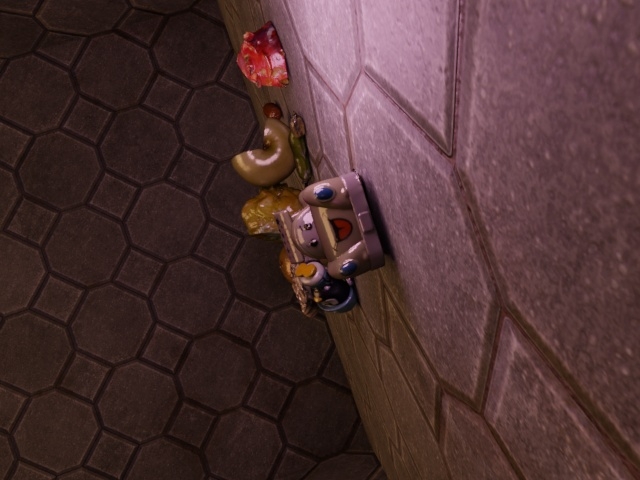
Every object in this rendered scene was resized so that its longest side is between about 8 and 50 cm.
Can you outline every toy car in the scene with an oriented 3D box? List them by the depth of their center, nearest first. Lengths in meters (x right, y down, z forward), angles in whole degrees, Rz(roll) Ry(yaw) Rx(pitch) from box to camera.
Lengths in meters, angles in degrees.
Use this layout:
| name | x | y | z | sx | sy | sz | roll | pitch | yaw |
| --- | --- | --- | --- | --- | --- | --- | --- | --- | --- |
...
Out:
| name | x | y | z | sx | sy | sz | roll | pitch | yaw |
| --- | --- | --- | --- | --- | --- | --- | --- | --- | --- |
| toy car | 0.012 | -0.032 | 1.175 | 0.336 | 0.226 | 0.242 | -146 | 38 | -82 |

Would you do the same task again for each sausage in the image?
| name | x | y | z | sx | sy | sz | roll | pitch | yaw |
| --- | --- | --- | --- | --- | --- | --- | --- | --- | --- |
| sausage | -0.233 | -0.623 | 2.216 | 0.197 | 0.076 | 0.076 | -123 | 16 | -61 |

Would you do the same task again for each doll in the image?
| name | x | y | z | sx | sy | sz | roll | pitch | yaw |
| --- | --- | --- | --- | --- | --- | --- | --- | --- | --- |
| doll | 0.029 | 0.194 | 1.782 | 0.177 | 0.141 | 0.314 | 1 | 148 | 46 |

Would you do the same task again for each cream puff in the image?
| name | x | y | z | sx | sy | sz | roll | pitch | yaw |
| --- | --- | --- | --- | --- | --- | --- | --- | --- | --- |
| cream puff | -0.179 | -0.137 | 2.092 | 0.378 | 0.379 | 0.275 | 122 | 152 | -82 |

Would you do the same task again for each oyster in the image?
| name | x | y | z | sx | sy | sz | roll | pitch | yaw |
| --- | --- | --- | --- | --- | --- | --- | --- | --- | --- |
| oyster | -0.051 | 0.149 | 1.943 | 0.238 | 0.115 | 0.351 | 16 | -118 | -51 |

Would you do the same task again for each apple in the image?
| name | x | y | z | sx | sy | sz | roll | pitch | yaw |
| --- | --- | --- | --- | --- | --- | --- | --- | --- | --- |
| apple | -0.218 | -0.360 | 1.989 | 0.233 | 0.295 | 0.258 | 41 | 171 | 4 |

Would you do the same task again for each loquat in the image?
| name | x | y | z | sx | sy | sz | roll | pitch | yaw |
| --- | --- | --- | --- | --- | --- | --- | --- | --- | --- |
| loquat | -0.085 | 0.110 | 2.358 | 0.263 | 0.263 | 0.263 | 161 | 90 | -84 |

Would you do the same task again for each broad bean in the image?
| name | x | y | z | sx | sy | sz | roll | pitch | yaw |
| --- | --- | --- | --- | --- | --- | --- | --- | --- | --- |
| broad bean | -0.082 | -0.347 | 1.790 | 0.077 | 0.061 | 0.339 | 54 | 164 | 45 |

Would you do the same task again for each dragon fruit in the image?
| name | x | y | z | sx | sy | sz | roll | pitch | yaw |
| --- | --- | --- | --- | --- | --- | --- | --- | --- | --- |
| dragon fruit | -0.216 | -0.650 | 1.594 | 0.126 | 0.161 | 0.274 | 79 | 172 | -66 |

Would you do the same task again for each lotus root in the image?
| name | x | y | z | sx | sy | sz | roll | pitch | yaw |
| --- | --- | --- | --- | --- | --- | --- | --- | --- | --- |
| lotus root | -0.084 | -0.415 | 1.647 | 0.049 | 0.054 | 0.099 | 38 | 154 | 39 |

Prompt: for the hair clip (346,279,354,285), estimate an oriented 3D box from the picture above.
| name | x | y | z | sx | sy | sz | roll | pitch | yaw |
| --- | --- | --- | --- | --- | --- | --- | --- | --- | --- |
| hair clip | 0.046 | 0.048 | 1.742 | 0.137 | 0.090 | 0.278 | 48 | -158 | -84 |
